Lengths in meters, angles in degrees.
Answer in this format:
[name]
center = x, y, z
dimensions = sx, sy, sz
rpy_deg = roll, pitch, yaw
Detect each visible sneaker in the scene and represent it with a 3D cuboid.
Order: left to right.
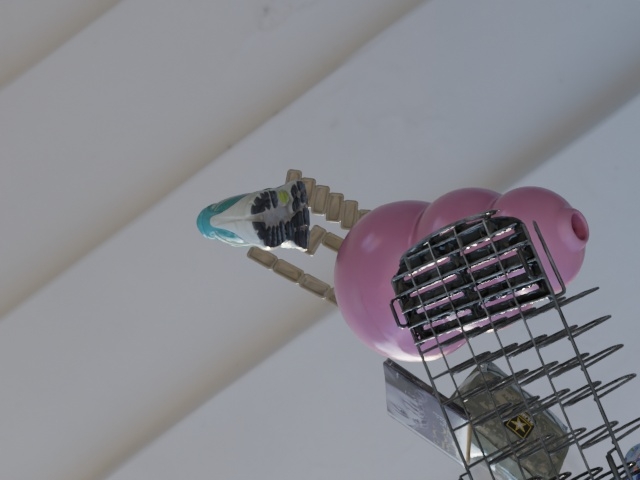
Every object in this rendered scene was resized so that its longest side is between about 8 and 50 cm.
[sneaker]
center = -0.086, -0.035, 1.714
dimensions = 0.275, 0.110, 0.107
rpy_deg = 3, -96, -69

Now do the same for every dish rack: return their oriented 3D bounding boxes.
[dish rack]
center = 0.158, 0.109, 0.884
dimensions = 0.208, 0.074, 0.271
rpy_deg = -29, 83, 58

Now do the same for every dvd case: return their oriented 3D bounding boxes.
[dvd case]
center = 0.174, 0.284, 1.921
dimensions = 0.165, 0.018, 0.221
rpy_deg = 33, 159, 22

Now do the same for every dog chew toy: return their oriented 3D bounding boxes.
[dog chew toy]
center = 0.175, 0.028, 1.434
dimensions = 0.207, 0.332, 0.206
rpy_deg = 22, -121, -41

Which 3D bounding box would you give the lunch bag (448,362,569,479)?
[lunch bag]
center = 0.360, 0.374, 2.316
dimensions = 0.235, 0.169, 0.287
rpy_deg = 40, -168, 4

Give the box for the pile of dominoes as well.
[pile of dominoes]
center = 0.000, 0.000, 2.240
dimensions = 0.251, 0.196, 0.040
rpy_deg = 29, 173, 12

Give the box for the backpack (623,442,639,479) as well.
[backpack]
center = 0.497, 0.349, 1.638
dimensions = 0.158, 0.173, 0.117
rpy_deg = 57, -137, -6
